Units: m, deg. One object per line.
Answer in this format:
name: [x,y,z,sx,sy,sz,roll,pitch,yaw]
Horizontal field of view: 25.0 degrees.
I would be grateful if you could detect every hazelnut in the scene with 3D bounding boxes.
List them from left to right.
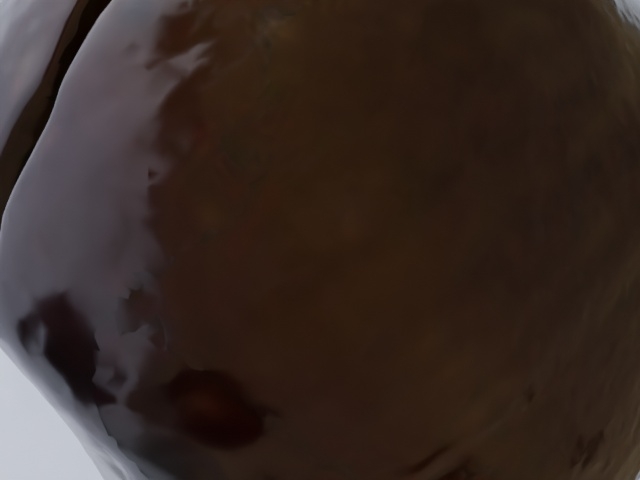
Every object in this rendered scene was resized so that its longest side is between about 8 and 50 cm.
hazelnut: [0.000,0.000,0.779,0.402,0.402,0.429,-51,-58,-26]
